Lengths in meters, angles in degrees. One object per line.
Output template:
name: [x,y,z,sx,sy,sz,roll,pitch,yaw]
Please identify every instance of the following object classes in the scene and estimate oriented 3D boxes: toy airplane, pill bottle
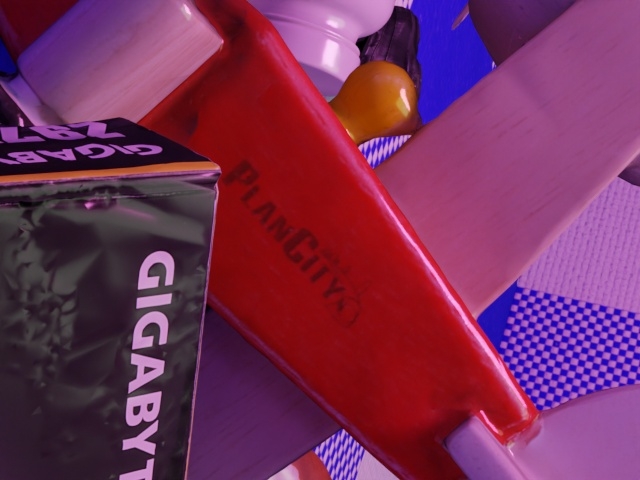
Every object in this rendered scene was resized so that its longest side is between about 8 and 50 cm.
toy airplane: [0.007,0.012,0.640,0.272,0.386,0.384,-124,-142,-77]
pill bottle: [0.004,-0.216,0.896,0.121,0.121,0.216,35,68,-73]

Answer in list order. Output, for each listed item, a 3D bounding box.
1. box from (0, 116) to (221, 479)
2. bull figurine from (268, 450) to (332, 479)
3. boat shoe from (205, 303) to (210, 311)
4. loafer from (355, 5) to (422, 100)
box: [-0.170,0.127,0.416,0.257,0.079,0.322,-5,112,-38]
bull figurine: [-0.029,0.251,1.108,0.310,0.101,0.188,79,-1,-67]
boat shoe: [-0.074,-0.044,0.803,0.112,0.095,0.335,-12,114,-73]
loafer: [0.049,-0.165,1.189,0.223,0.078,0.076,-85,-174,-60]
